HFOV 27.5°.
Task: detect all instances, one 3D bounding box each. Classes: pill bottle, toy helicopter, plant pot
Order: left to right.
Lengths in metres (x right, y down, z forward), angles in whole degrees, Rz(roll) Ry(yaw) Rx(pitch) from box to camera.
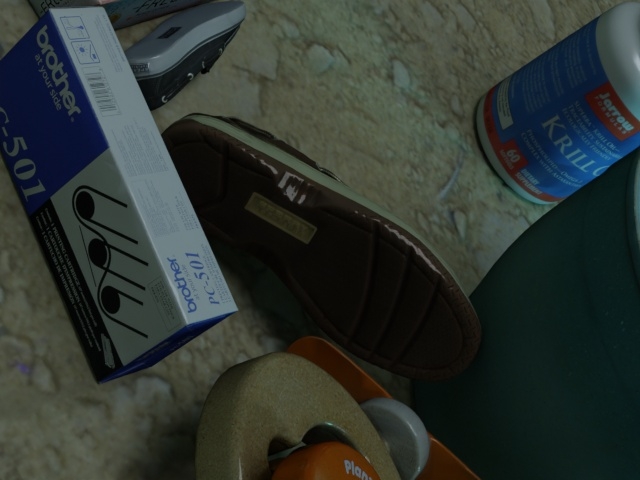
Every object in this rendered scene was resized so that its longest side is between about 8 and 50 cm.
[{"bbox_3d":[0.047,0.208,0.828,0.355,0.140,0.235,51,31,-24],"label":"toy helicopter"},{"bbox_3d":[0.254,-0.130,1.139,0.124,0.221,0.124,23,51,-32],"label":"pill bottle"},{"bbox_3d":[0.215,0.093,0.935,0.272,0.255,0.271,24,50,-32],"label":"plant pot"}]

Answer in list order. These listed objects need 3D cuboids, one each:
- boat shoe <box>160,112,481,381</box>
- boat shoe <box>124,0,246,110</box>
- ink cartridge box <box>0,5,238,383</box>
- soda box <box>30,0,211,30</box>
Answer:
[{"bbox_3d":[0.005,-0.006,0.899,0.257,0.095,0.095,39,17,-5],"label":"boat shoe"},{"bbox_3d":[-0.097,-0.136,0.944,0.142,0.049,0.040,-45,133,-50],"label":"boat shoe"},{"bbox_3d":[-0.134,-0.028,0.794,0.046,0.097,0.207,-13,75,-48],"label":"ink cartridge box"},{"bbox_3d":[-0.125,-0.197,0.938,0.183,0.058,0.063,-30,88,-50],"label":"soda box"}]
